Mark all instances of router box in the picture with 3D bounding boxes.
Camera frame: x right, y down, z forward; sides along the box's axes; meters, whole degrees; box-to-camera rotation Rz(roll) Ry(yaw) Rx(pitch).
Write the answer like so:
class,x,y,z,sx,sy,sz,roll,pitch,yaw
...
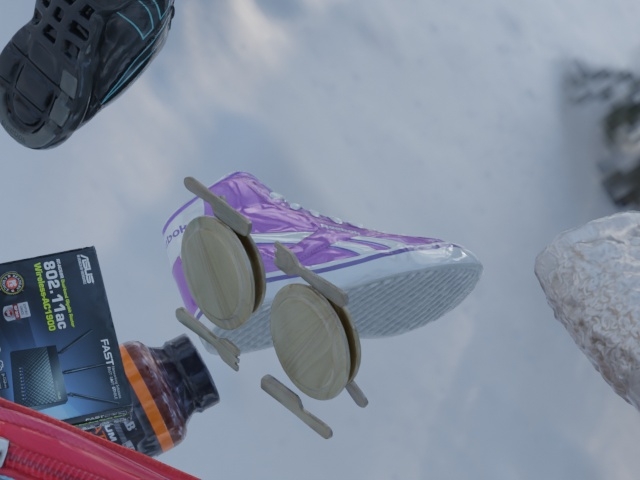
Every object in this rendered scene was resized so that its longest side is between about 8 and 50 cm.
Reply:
class,x,y,z,sx,sy,sz,roll,pitch,yaw
router box,-0.184,0.071,1.339,0.038,0.092,0.122,110,-34,-66

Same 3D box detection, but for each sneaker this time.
class,x,y,z,sx,sy,sz,roll,pitch,yaw
sneaker,0.000,-0.001,1.683,0.282,0.102,0.161,-3,51,-34
sneaker,-0.152,-0.187,1.451,0.101,0.267,0.106,44,32,14

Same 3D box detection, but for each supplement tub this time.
class,x,y,z,sx,sy,sz,roll,pitch,yaw
supplement tub,-0.190,0.155,1.736,0.106,0.198,0.106,59,-10,17

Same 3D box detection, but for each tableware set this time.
class,x,y,z,sx,sy,sz,roll,pitch,yaw
tableware set,-0.032,0.044,1.431,0.039,0.128,0.194,-19,39,-35

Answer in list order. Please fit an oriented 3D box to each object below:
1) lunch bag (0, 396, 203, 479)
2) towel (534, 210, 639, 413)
class,x,y,z,sx,sy,sz,roll,pitch,yaw
lunch bag,-0.050,0.146,0.669,0.293,0.258,0.120,27,74,-21
towel,0.232,0.061,0.718,0.282,0.049,0.187,0,38,-34
